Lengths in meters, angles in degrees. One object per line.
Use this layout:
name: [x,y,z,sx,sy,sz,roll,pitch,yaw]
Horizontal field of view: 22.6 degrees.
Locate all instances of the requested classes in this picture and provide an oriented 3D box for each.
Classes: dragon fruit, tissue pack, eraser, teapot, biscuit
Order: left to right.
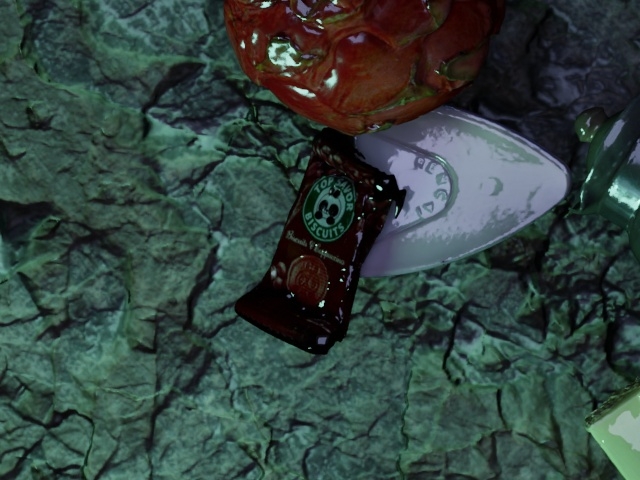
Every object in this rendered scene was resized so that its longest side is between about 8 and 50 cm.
biscuit: [0.004,0.003,1.761,0.151,0.063,0.235,29,102,38]
dragon fruit: [0.042,-0.251,1.656,0.277,0.342,0.277,-20,57,33]
eraser: [0.155,-0.061,1.769,0.243,0.059,0.204,0,89,10]
tissue pack: [0.410,0.240,1.707,0.159,0.125,0.234,-36,86,5]
teapot: [0.407,-0.082,1.669,0.285,0.223,0.305,35,96,12]
